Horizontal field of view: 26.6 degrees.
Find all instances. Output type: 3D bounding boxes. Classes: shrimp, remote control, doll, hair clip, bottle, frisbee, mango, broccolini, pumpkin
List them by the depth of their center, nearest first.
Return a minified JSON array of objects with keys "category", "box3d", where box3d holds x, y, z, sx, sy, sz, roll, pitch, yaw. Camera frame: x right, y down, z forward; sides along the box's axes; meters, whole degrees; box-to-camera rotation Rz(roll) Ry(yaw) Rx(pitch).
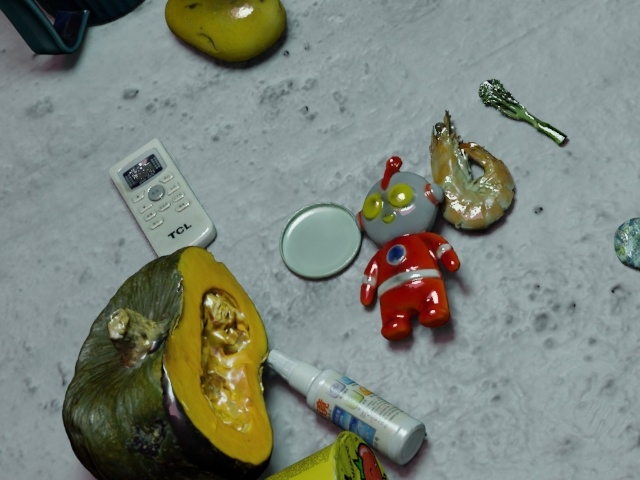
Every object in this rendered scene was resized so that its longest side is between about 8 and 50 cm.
[{"category":"pumpkin","box3d":[-0.202,0.171,1.568,0.232,0.242,0.325,-30,34,18]},{"category":"hair clip","box3d":[0.453,0.012,1.572,0.229,0.036,0.066,9,73,22]},{"category":"bottle","box3d":[0.024,0.189,1.607,0.217,0.060,0.060,30,76,28]},{"category":"doll","box3d":[0.104,0.001,1.671,0.142,0.076,0.245,-19,62,27]},{"category":"shrimp","box3d":[0.185,-0.093,1.713,0.099,0.041,0.180,-18,59,7]},{"category":"broccolini","box3d":[0.262,-0.166,1.740,0.140,0.030,0.035,36,43,25]},{"category":"frisbee","box3d":[0.000,0.000,1.741,0.110,0.014,0.110,-7,61,13]},{"category":"remote control","box3d":[-0.214,-0.052,1.829,0.087,0.029,0.190,-33,59,0]},{"category":"mango","box3d":[-0.140,-0.321,1.909,0.195,0.098,0.137,7,69,27]}]

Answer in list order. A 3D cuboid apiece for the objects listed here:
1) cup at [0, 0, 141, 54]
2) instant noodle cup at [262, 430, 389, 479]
[{"category":"cup","box3d":[-0.365,-0.458,1.940,0.242,0.292,0.307,-24,59,5]},{"category":"instant noodle cup","box3d":[-0.003,0.319,1.488,0.144,0.182,0.182,-24,58,17]}]
